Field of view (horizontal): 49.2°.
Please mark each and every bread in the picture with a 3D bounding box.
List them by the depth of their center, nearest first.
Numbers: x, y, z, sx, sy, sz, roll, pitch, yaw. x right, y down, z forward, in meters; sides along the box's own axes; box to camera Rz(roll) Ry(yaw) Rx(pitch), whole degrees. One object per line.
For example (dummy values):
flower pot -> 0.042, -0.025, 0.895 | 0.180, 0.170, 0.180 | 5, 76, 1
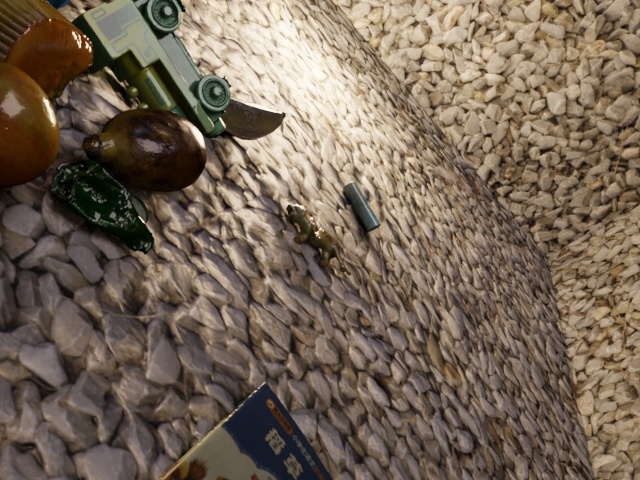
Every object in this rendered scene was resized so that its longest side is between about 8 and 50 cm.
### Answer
bread -> -0.499, -0.319, 1.198 | 0.133, 0.179, 0.250 | 36, 7, 3

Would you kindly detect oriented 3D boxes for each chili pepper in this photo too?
chili pepper -> -0.381, -0.051, 1.235 | 0.216, 0.062, 0.108 | 45, 47, -21

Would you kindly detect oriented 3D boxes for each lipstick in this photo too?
lipstick -> 0.124, -0.103, 2.121 | 0.048, 0.048, 0.158 | -6, 64, -60

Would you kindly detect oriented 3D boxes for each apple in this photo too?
apple -> -0.491, -0.168, 1.046 | 0.196, 0.196, 0.196 | 39, 31, -29

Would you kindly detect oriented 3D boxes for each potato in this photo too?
potato -> -0.229, -0.318, 1.782 | 0.261, 0.100, 0.120 | 11, 10, -36

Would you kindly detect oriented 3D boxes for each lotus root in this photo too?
lotus root -> -0.327, -0.177, 1.371 | 0.169, 0.141, 0.314 | 57, 28, 13

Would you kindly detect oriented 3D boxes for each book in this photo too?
book -> -0.110, 0.444, 1.130 | 0.300, 0.039, 0.428 | 55, 27, 1

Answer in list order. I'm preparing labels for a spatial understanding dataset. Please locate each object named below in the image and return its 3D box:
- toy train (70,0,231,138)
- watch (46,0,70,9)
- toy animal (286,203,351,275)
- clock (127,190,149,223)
toy train -> -0.352, -0.359, 1.520 | 0.237, 0.150, 0.369 | -46, 113, -34
watch -> -0.588, -0.590, 1.303 | 0.305, 0.241, 0.274 | 43, 26, -4
toy animal -> 0.000, 0.000, 1.793 | 0.241, 0.057, 0.099 | 43, 29, -21
clock -> -0.361, -0.058, 1.318 | 0.085, 0.017, 0.085 | 39, 31, -29
